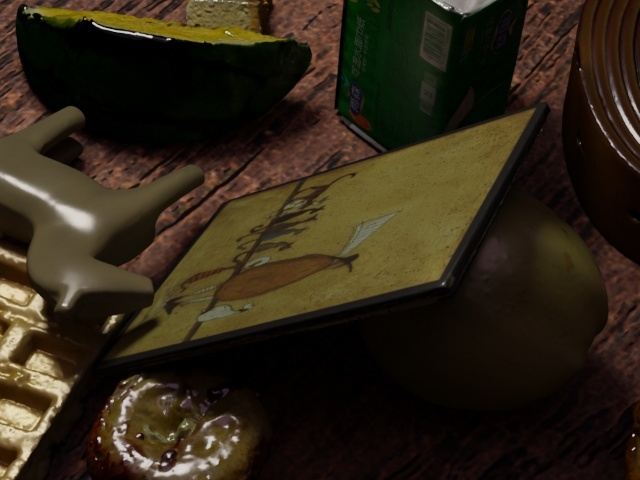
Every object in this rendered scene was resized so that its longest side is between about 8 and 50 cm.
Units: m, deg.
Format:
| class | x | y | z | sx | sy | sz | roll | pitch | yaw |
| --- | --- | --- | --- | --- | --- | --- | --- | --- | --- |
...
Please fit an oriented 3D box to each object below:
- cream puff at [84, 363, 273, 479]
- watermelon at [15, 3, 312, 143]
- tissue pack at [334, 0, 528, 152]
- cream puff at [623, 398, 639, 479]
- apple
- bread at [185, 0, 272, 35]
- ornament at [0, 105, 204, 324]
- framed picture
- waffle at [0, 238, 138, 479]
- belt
| class | x | y | z | sx | sy | sz | roll | pitch | yaw |
| --- | --- | --- | --- | --- | --- | --- | --- | --- | --- |
| cream puff | -0.105 | 0.164 | 1.188 | 0.149 | 0.084 | 0.149 | 2 | 46 | -2 |
| watermelon | -0.168 | -0.168 | 1.460 | 0.301 | 0.123 | 0.129 | 11 | 34 | 15 |
| tissue pack | 0.115 | -0.190 | 1.411 | 0.148 | 0.209 | 0.156 | 37 | 56 | 27 |
| cream puff | 0.383 | 0.150 | 1.129 | 0.303 | 0.212 | 0.303 | 2 | 45 | -2 |
| apple | 0.127 | 0.044 | 1.233 | 0.200 | 0.200 | 0.200 | 1 | 50 | -1 |
| bread | -0.094 | -0.208 | 1.545 | 0.084 | 0.080 | 0.109 | 6 | 15 | 4 |
| ornament | -0.204 | -0.018 | 1.303 | 0.230 | 0.061 | 0.245 | 25 | 34 | 20 |
| framed picture | 0.000 | 0.000 | 1.219 | 0.338 | 0.014 | 0.255 | -15 | 27 | 35 |
| waffle | -0.294 | 0.101 | 1.253 | 0.221 | 0.055 | 0.248 | 18 | 52 | 14 |
| belt | 0.336 | -0.132 | 1.424 | 0.217 | 0.122 | 0.339 | 2 | 50 | 2 |
